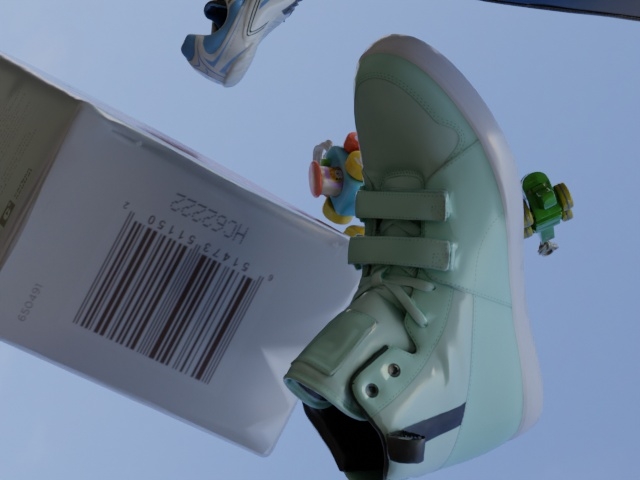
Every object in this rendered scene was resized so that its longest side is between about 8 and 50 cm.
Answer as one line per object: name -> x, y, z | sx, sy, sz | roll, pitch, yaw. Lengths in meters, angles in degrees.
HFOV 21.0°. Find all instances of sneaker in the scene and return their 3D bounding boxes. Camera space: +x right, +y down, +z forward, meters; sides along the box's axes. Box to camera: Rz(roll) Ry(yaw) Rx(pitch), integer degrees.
sneaker -> 0.040, 0.018, 0.978 | 0.094, 0.151, 0.256 | -3, -74, 49
sneaker -> -0.078, -0.271, 1.989 | 0.085, 0.086, 0.237 | -46, -173, 50

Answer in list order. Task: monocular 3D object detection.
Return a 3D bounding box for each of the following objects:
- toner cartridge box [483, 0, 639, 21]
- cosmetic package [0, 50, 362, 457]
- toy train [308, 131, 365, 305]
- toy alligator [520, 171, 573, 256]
toner cartridge box -> 0.232, -0.195, 1.029 | 0.165, 0.348, 0.075 | 11, -70, 28
cosmetic package -> -0.163, -0.014, 1.283 | 0.161, 0.230, 0.453 | -63, -156, 1
toy train -> 0.000, 0.000, 1.304 | 0.125, 0.046, 0.166 | -11, -103, 61
toy alligator -> 0.224, -0.032, 1.771 | 0.056, 0.190, 0.051 | -23, -108, 0
